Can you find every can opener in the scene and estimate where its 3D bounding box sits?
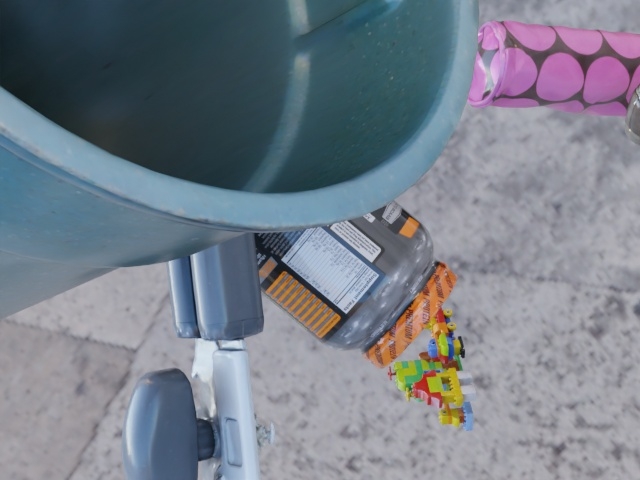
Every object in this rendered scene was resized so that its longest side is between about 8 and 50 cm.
[{"bbox_3d":[-0.081,0.044,0.864,0.074,0.093,0.280,-3,90,56],"label":"can opener"}]

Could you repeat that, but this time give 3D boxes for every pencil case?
[{"bbox_3d":[0.236,-0.159,1.288,0.098,0.209,0.095,-13,75,63],"label":"pencil case"}]

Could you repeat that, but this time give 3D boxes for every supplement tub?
[{"bbox_3d":[0.000,0.000,0.973,0.117,0.190,0.117,-50,3,3],"label":"supplement tub"}]

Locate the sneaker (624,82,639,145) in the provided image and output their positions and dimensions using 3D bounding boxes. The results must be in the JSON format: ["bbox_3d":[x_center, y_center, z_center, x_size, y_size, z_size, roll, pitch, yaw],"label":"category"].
[{"bbox_3d":[0.374,-0.131,1.214,0.188,0.071,0.066,-13,52,-7],"label":"sneaker"}]

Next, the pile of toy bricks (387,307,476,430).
[{"bbox_3d":[0.147,0.187,1.866,0.105,0.118,0.212,-4,34,-3],"label":"pile of toy bricks"}]

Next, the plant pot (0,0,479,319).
[{"bbox_3d":[-0.170,-0.100,0.546,0.334,0.341,0.341,-29,39,39],"label":"plant pot"}]
